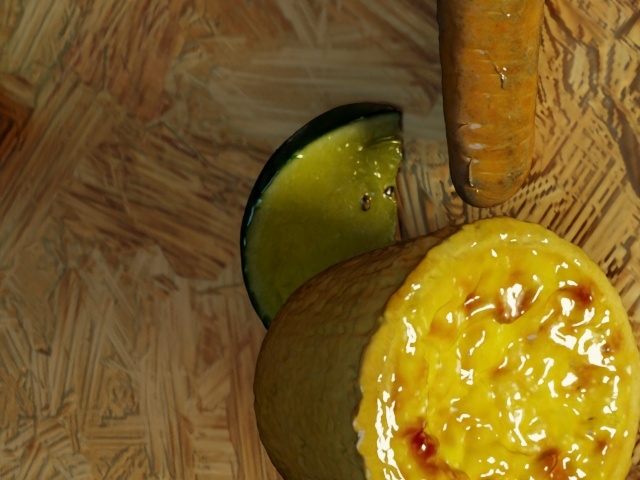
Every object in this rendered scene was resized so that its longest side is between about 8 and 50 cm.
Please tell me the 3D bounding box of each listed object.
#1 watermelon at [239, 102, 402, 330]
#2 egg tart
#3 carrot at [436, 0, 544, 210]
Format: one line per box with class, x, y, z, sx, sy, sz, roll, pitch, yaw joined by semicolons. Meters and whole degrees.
watermelon;-0.008;0.003;1.124;0.092;0.075;0.182;20;122;28
egg tart;0.062;0.090;1.039;0.147;0.202;0.203;-4;109;54
carrot;0.090;-0.100;0.999;0.060;0.060;0.186;22;126;31
